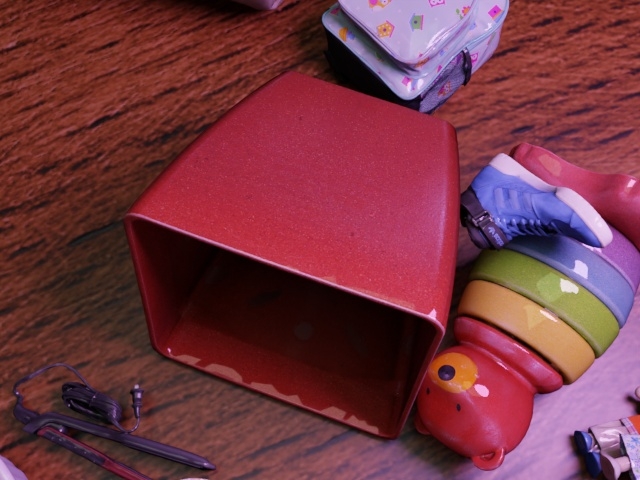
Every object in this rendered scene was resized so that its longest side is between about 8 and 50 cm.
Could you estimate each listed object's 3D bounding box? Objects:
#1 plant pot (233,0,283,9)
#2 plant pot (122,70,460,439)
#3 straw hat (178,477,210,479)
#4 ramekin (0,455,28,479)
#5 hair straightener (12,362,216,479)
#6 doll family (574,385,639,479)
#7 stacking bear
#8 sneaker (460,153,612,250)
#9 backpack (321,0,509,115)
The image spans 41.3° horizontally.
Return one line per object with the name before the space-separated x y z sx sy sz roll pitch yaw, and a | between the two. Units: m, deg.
plant pot | -0.149 -0.415 0.943 0.306 0.334 0.333 24 72 -3
plant pot | 0.000 0.000 0.814 0.267 0.267 0.235 19 58 7
straw hat | -0.110 0.291 0.773 0.145 0.061 0.144 1 87 -16
ramekin | -0.377 0.300 0.760 0.278 0.135 0.277 0 71 0
hair straightener | -0.208 0.185 0.854 0.231 0.047 0.089 21 72 13
doll family | 0.360 0.252 0.778 0.163 0.118 0.262 -14 71 -5
stacking bear | 0.199 0.079 0.822 0.175 0.164 0.289 27 77 41
sneaker | 0.179 -0.014 0.751 0.084 0.058 0.152 -44 44 -3
backpack | 0.113 -0.247 0.950 0.188 0.144 0.166 -38 69 -15
